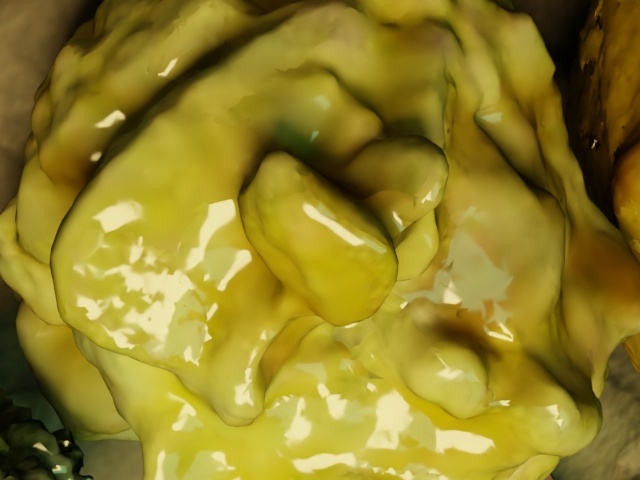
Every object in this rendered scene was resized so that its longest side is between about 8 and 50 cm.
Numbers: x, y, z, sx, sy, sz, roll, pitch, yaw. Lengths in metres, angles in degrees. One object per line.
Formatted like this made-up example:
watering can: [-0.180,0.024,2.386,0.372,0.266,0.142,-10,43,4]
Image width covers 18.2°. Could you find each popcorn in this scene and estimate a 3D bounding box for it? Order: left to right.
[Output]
popcorn: [-0.001,0.000,0.565,0.167,0.187,0.185,-27,140,-13]

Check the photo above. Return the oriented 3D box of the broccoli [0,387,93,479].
broccoli: [-0.148,0.169,0.567,0.177,0.198,0.275,19,107,-40]

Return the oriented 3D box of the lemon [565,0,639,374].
lemon: [0.223,-0.041,0.657,0.310,0.258,0.258,-21,135,-37]

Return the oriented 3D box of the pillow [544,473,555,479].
pillow: [0.042,0.107,0.799,0.118,0.043,0.185,-34,135,-2]
